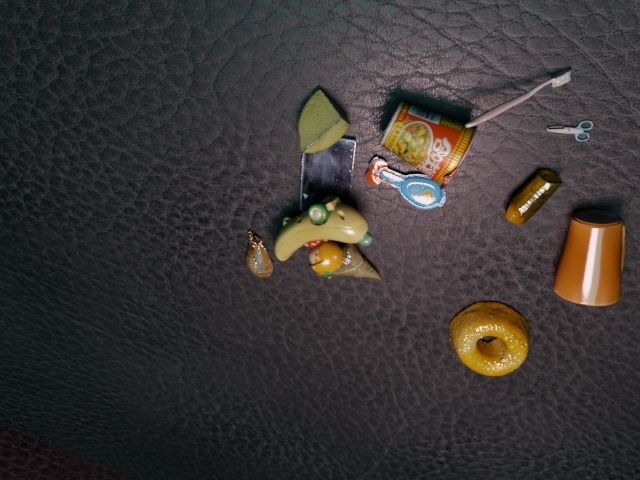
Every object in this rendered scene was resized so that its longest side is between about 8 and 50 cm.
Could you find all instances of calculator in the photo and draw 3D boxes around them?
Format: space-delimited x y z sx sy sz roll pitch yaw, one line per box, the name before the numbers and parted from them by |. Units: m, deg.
calculator | 0.019 -0.192 1.475 0.161 0.021 0.262 8 122 3

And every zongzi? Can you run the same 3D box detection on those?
zongzi | 0.077 0.109 1.613 0.189 0.081 0.178 -32 116 28

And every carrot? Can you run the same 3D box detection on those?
carrot | 0.599 -0.123 1.398 0.082 0.082 0.173 28 120 -9

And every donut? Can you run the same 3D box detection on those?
donut | 0.573 0.344 1.660 0.277 0.108 0.278 4 121 6

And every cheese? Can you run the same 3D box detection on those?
cheese | 0.255 -0.165 1.449 0.256 0.037 0.106 23 120 -4

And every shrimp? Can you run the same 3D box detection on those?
shrimp | -0.211 0.051 1.638 0.091 0.043 0.184 -1 121 13

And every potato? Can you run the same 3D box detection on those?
potato | -0.005 -0.326 1.373 0.149 0.081 0.120 -36 69 20

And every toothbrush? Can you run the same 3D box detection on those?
toothbrush | 0.504 -0.355 1.247 0.307 0.025 0.030 -28 124 -2

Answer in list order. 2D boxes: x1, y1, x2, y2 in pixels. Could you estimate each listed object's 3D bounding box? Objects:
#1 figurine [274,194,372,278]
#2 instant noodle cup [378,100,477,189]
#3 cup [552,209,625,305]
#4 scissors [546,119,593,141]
figurine | 0.000 0.000 1.487 0.324 0.124 0.222 -25 99 30
instant noodle cup | 0.276 -0.266 1.312 0.212 0.193 0.193 27 121 1
cup | 0.806 0.048 1.436 0.226 0.182 0.264 -15 115 -22
scissors | 0.669 -0.296 1.323 0.119 0.014 0.058 3 120 3
